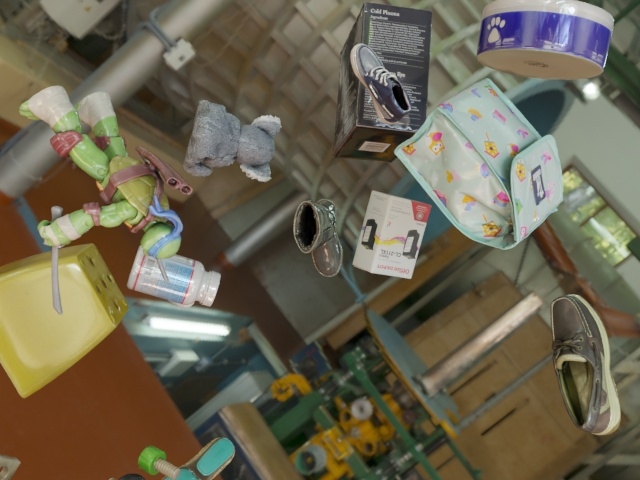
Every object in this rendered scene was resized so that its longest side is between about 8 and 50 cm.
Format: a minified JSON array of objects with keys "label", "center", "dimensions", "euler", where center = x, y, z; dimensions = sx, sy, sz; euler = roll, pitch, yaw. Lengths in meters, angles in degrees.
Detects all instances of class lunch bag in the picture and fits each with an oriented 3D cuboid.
[{"label":"lunch bag","center":[0.293,-0.125,1.234],"dimensions":[0.262,0.160,0.223],"euler":[49,42,7]}]

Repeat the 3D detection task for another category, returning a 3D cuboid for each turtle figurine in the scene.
[{"label":"turtle figurine","center":[-0.315,-0.058,0.996],"dimensions":[0.266,0.197,0.274],"euler":[61,-33,8]}]

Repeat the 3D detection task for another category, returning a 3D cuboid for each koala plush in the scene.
[{"label":"koala plush","center":[-0.214,-0.242,1.800],"dimensions":[0.221,0.196,0.203],"euler":[14,-3,-13]}]

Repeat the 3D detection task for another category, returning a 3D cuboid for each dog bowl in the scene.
[{"label":"dog bowl","center":[0.463,-0.416,1.499],"dimensions":[0.264,0.104,0.265],"euler":[10,3,-1]}]

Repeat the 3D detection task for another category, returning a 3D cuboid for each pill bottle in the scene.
[{"label":"pill bottle","center":[-0.274,0.070,1.349],"dimensions":[0.160,0.087,0.087],"euler":[19,16,-13]}]

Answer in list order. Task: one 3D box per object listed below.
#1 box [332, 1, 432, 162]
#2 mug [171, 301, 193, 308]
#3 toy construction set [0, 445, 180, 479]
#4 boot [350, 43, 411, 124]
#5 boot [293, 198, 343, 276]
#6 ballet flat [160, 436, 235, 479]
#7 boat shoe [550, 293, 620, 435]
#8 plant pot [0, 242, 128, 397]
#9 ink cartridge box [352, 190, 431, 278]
[{"label":"box","center":[0.154,-0.396,1.880],"dimensions":[0.343,0.178,0.313],"euler":[147,-53,-80]},{"label":"mug","center":[-0.295,0.112,1.556],"dimensions":[0.064,0.078,0.062],"euler":[34,-38,42]},{"label":"toy construction set","center":[-0.381,0.426,0.974],"dimensions":[0.237,0.309,0.257],"euler":[19,13,28]},{"label":"boot","center":[0.135,-0.347,1.549],"dimensions":[0.190,0.069,0.086],"euler":[61,-22,-4]},{"label":"boot","center":[-0.002,0.001,1.497],"dimensions":[0.208,0.075,0.190],"euler":[-62,144,-80]},{"label":"ballet flat","center":[-0.249,0.462,1.395],"dimensions":[0.206,0.067,0.073],"euler":[-29,73,-43]},{"label":"boat shoe","center":[0.396,0.184,1.103],"dimensions":[0.073,0.080,0.224],"euler":[15,58,-39]},{"label":"plant pot","center":[-0.469,0.118,1.291],"dimensions":[0.212,0.187,0.212],"euler":[-116,180,-80]},{"label":"ink cartridge box","center":[0.159,-0.011,1.601],"dimensions":[0.127,0.175,0.072],"euler":[10,8,-37]}]
